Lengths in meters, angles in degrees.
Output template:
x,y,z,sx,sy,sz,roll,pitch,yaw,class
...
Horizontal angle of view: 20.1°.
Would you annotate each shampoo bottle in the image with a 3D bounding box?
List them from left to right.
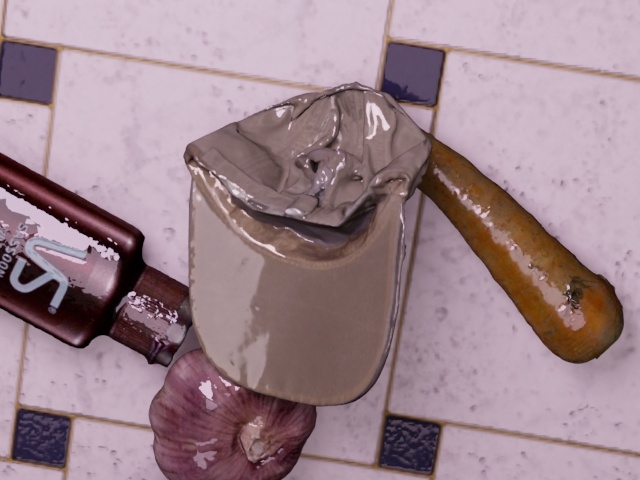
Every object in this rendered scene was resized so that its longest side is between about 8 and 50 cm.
x,y,z,sx,sy,sz,roll,pitch,yaw,class
-0.256,0.003,1.551,0.323,0.084,0.129,30,106,-3,shampoo bottle

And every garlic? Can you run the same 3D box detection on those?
x,y,z,sx,sy,sz,roll,pitch,yaw,class
-0.073,0.153,1.556,0.159,0.102,0.147,-46,115,3,garlic

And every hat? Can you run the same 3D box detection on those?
x,y,z,sx,sy,sz,roll,pitch,yaw,class
0.000,0.000,1.498,0.214,0.149,0.244,11,113,29,hat

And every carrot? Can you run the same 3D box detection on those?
x,y,z,sx,sy,sz,roll,pitch,yaw,class
0.140,-0.015,1.530,0.298,0.078,0.078,45,102,-2,carrot
